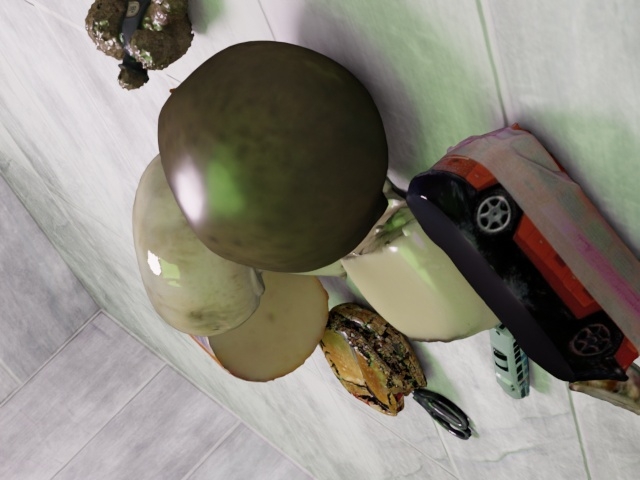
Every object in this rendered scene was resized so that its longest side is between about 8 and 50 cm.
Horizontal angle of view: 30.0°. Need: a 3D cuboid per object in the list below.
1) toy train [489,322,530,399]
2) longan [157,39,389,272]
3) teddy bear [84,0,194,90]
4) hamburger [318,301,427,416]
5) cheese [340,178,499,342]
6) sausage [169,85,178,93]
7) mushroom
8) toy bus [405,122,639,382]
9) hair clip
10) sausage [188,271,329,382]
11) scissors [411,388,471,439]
[{"bbox_3d":[0.274,0.174,1.725,0.043,0.047,0.207,35,159,32],"label":"toy train"},{"bbox_3d":[-0.055,-0.100,1.486,0.288,0.288,0.350,37,162,24],"label":"longan"},{"bbox_3d":[-0.248,-0.301,1.711,0.129,0.182,0.251,12,-176,-37],"label":"teddy bear"},{"bbox_3d":[0.087,0.206,2.131,0.231,0.107,0.231,44,163,17],"label":"hamburger"},{"bbox_3d":[0.131,0.024,1.582,0.233,0.127,0.266,52,159,-11],"label":"cheese"},{"bbox_3d":[-0.162,-0.190,1.871,0.183,0.054,0.062,35,-173,11],"label":"sausage"},{"bbox_3d":[-0.120,-0.009,1.850,0.336,0.314,0.314,2,160,-4],"label":"mushroom"},{"bbox_3d":[0.233,0.015,1.286,0.302,0.147,0.127,50,162,-11],"label":"toy bus"},{"bbox_3d":[0.441,0.220,1.410,0.300,0.069,0.173,31,162,10],"label":"hair clip"},{"bbox_3d":[-0.140,0.108,2.147,0.233,0.233,0.287,52,168,-23],"label":"sausage"},{"bbox_3d":[0.165,0.276,2.248,0.300,0.022,0.109,34,156,34],"label":"scissors"}]
